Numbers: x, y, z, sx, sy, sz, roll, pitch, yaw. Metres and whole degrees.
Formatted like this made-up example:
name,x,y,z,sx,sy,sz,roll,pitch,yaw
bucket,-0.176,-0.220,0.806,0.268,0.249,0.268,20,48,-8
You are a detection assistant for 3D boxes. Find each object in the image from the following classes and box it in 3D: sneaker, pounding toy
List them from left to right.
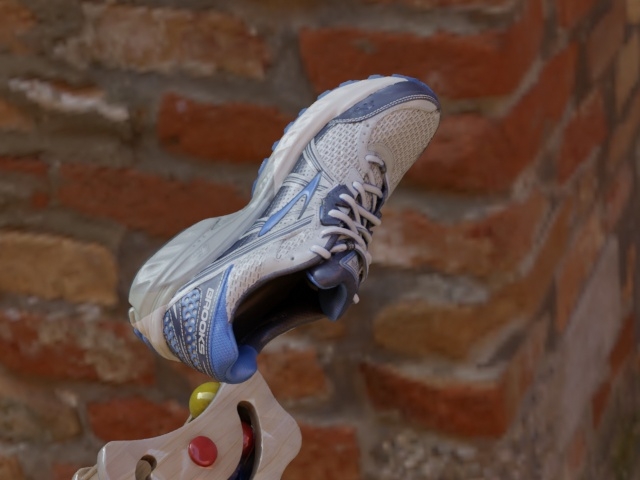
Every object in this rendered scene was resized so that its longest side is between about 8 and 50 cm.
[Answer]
name,x,y,z,sx,sy,sz,roll,pitch,yaw
pounding toy,-0.148,0.236,1.536,0.154,0.155,0.269,39,48,-7
sneaker,0.000,0.000,0.584,0.135,0.052,0.058,-46,47,-10
